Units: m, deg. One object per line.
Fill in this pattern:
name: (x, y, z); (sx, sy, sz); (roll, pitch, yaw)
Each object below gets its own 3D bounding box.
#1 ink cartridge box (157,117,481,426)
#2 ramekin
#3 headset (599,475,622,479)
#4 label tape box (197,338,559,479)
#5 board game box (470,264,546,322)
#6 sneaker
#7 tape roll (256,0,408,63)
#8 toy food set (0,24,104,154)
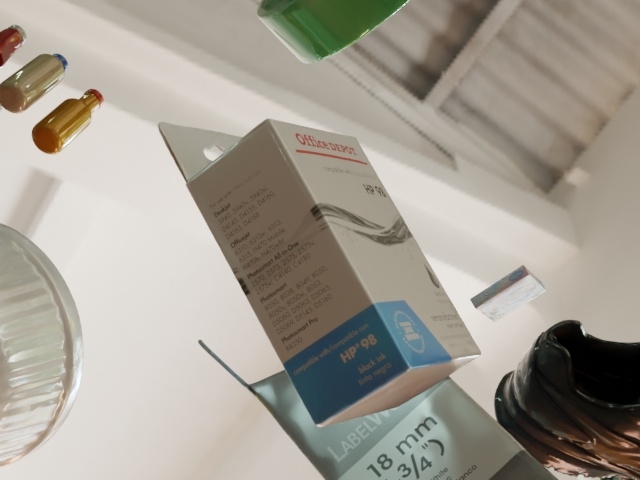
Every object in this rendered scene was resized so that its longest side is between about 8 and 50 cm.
ink cartridge box: (0.000, 0.000, 0.620); (0.060, 0.180, 0.104); (-35, -16, 22)
ramekin: (-0.300, 0.087, 0.920); (0.207, 0.109, 0.207); (2, -85, 18)
headset: (0.164, 0.336, 1.321); (0.394, 0.243, 0.185); (-46, -62, -11)
label tape box: (0.090, 0.175, 0.787); (0.106, 0.334, 0.240); (-44, -46, -4)
board game box: (0.268, 0.077, 1.689); (0.090, 0.020, 0.090); (-34, -27, 13)
sneaker: (0.281, 0.148, 0.915); (0.286, 0.109, 0.130); (18, -40, 5)
tape roll: (0.068, -0.338, 1.334); (0.321, 0.321, 0.077); (-35, -68, 27)
toy food set: (-0.370, -0.178, 1.345); (0.232, 0.104, 0.111); (10, -53, 22)
